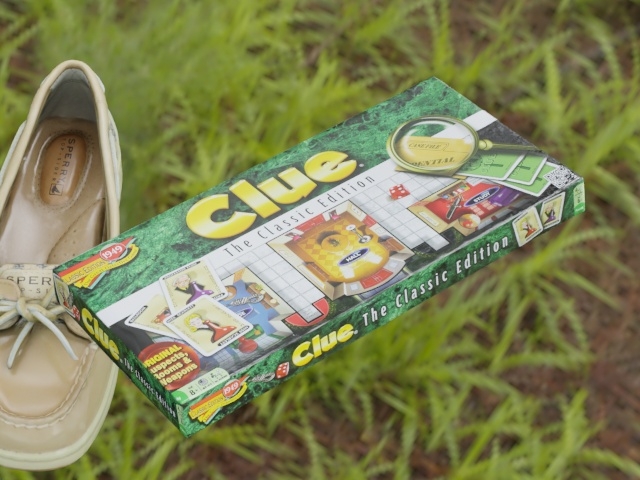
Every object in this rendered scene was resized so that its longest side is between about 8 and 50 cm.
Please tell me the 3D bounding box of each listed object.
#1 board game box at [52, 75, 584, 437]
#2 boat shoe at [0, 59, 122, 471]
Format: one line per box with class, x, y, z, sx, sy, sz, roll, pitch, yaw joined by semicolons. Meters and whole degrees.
board game box;0.000;0.000;0.979;0.259;0.030;0.136;-29;42;-23
boat shoe;-0.176;0.011;1.154;0.104;0.089;0.285;2;50;-6
